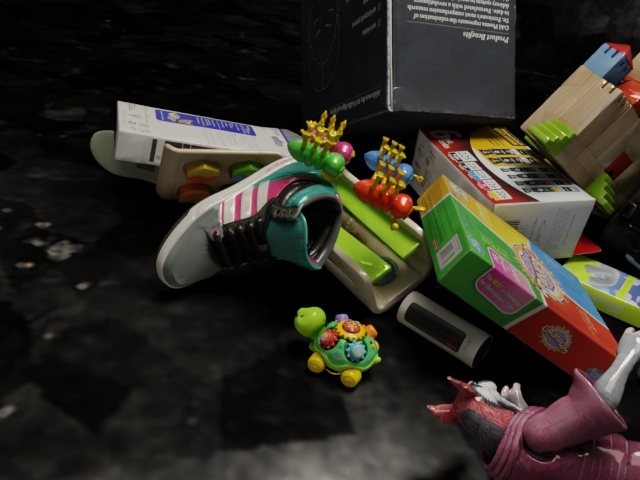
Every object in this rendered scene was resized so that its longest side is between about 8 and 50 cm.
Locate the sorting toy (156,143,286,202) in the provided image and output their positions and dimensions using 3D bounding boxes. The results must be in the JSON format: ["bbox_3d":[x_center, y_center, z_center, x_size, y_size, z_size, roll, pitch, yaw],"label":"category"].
[{"bbox_3d":[-0.181,-0.108,1.131,0.208,0.193,0.038,3,70,-18],"label":"sorting toy"}]

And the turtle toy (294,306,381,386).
[{"bbox_3d":[0.023,0.134,0.861,0.130,0.066,0.095,21,31,16],"label":"turtle toy"}]

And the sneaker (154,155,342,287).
[{"bbox_3d":[-0.082,-0.001,0.919,0.296,0.123,0.178,-37,42,-16],"label":"sneaker"}]

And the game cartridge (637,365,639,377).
[{"bbox_3d":[0.658,0.254,0.883,0.355,0.068,0.230,6,26,-9],"label":"game cartridge"}]

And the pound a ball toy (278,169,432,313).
[{"bbox_3d":[0.000,0.000,1.057,0.208,0.135,0.319,-37,51,-15],"label":"pound a ball toy"}]

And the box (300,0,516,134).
[{"bbox_3d":[0.164,-0.469,1.383,0.298,0.471,0.480,0,2,-21],"label":"box"}]

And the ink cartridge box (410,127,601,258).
[{"bbox_3d":[0.358,-0.098,1.216,0.272,0.130,0.309,-4,35,-18],"label":"ink cartridge box"}]

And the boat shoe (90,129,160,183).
[{"bbox_3d":[-0.342,-0.158,1.249,0.228,0.079,0.081,21,16,15],"label":"boat shoe"}]

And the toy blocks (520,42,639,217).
[{"bbox_3d":[0.542,-0.211,1.147,0.381,0.261,0.190,28,21,-45],"label":"toy blocks"}]

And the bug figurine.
[{"bbox_3d":[0.060,-0.115,0.973,0.216,0.072,0.279,27,21,-1],"label":"bug figurine"}]

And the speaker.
[{"bbox_3d":[0.182,0.130,0.936,0.136,0.055,0.055,32,35,31],"label":"speaker"}]

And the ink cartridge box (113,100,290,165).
[{"bbox_3d":[-0.219,-0.185,1.210,0.333,0.065,0.165,6,27,-20],"label":"ink cartridge box"}]

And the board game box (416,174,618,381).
[{"bbox_3d":[0.294,0.058,0.951,0.317,0.064,0.242,34,25,-17],"label":"board game box"}]

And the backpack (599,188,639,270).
[{"bbox_3d":[0.735,0.021,1.095,0.273,0.290,0.355,10,34,-44],"label":"backpack"}]

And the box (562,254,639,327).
[{"bbox_3d":[0.518,0.090,1.133,0.178,0.042,0.109,27,33,27],"label":"box"}]

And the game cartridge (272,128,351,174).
[{"bbox_3d":[-0.070,-0.164,1.365,0.198,0.062,0.297,-16,39,-32],"label":"game cartridge"}]

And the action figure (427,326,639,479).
[{"bbox_3d":[0.288,0.256,0.675,0.370,0.248,0.275,17,57,9],"label":"action figure"}]
